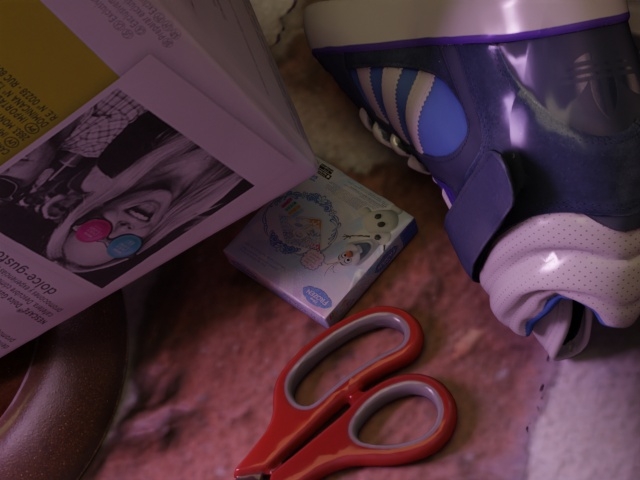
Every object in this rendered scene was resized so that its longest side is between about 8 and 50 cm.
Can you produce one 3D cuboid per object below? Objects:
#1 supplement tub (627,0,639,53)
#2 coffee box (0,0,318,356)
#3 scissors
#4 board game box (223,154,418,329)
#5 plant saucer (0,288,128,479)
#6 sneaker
[{"bbox_3d":[0.257,-0.164,1.220,0.144,0.144,0.199,25,68,25],"label":"supplement tub"},{"bbox_3d":[-0.262,-0.154,1.134,0.334,0.338,0.337,-30,56,11],"label":"coffee box"},{"bbox_3d":[-0.049,0.149,1.184,0.297,0.021,0.109,-34,60,-6],"label":"scissors"},{"bbox_3d":[0.000,0.000,1.258,0.090,0.020,0.090,33,71,28],"label":"board game box"},{"bbox_3d":[-0.280,0.076,1.267,0.311,0.050,0.310,-7,57,11],"label":"plant saucer"},{"bbox_3d":[0.096,-0.042,1.200,0.130,0.236,0.323,-13,9,-24],"label":"sneaker"}]
